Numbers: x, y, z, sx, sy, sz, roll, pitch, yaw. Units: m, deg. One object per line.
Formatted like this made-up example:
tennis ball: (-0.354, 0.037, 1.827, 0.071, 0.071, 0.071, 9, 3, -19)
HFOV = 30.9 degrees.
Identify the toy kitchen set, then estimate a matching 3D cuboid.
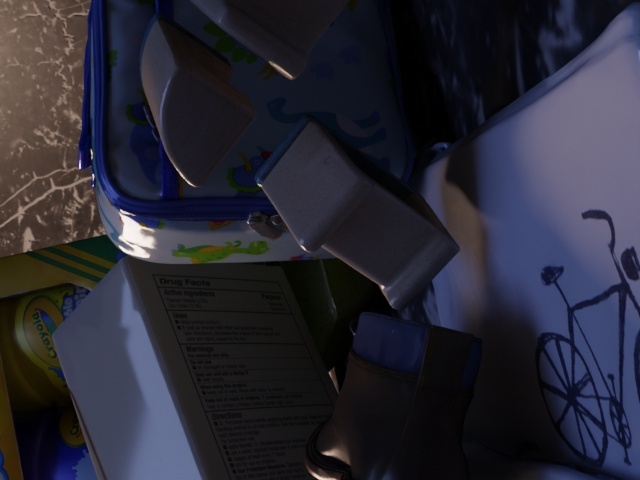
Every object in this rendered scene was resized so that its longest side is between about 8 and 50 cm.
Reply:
toy kitchen set: (0.032, -0.105, 0.516, 0.166, 0.207, 0.122, 33, -164, -30)

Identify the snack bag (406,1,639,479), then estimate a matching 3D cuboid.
snack bag: (0.105, 0.100, 0.483, 0.323, 0.037, 0.342, 147, 112, -79)

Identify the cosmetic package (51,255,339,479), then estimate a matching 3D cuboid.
cosmetic package: (-0.056, 0.169, 0.811, 0.113, 0.160, 0.309, -44, 58, 32)

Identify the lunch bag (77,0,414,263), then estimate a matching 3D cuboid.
lunch bag: (-0.046, -0.096, 0.648, 0.090, 0.176, 0.219, 107, 162, -64)

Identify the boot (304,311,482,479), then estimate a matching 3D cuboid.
boot: (0.044, 0.084, 0.590, 0.219, 0.082, 0.106, -138, 63, -84)

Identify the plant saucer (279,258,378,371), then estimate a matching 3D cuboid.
plant saucer: (0.000, 0.000, 0.915, 0.188, 0.045, 0.188, 105, 153, -67)

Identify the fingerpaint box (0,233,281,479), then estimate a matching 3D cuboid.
fingerpaint box: (-0.176, 0.216, 1.081, 0.163, 0.371, 0.444, -8, -93, -74)
